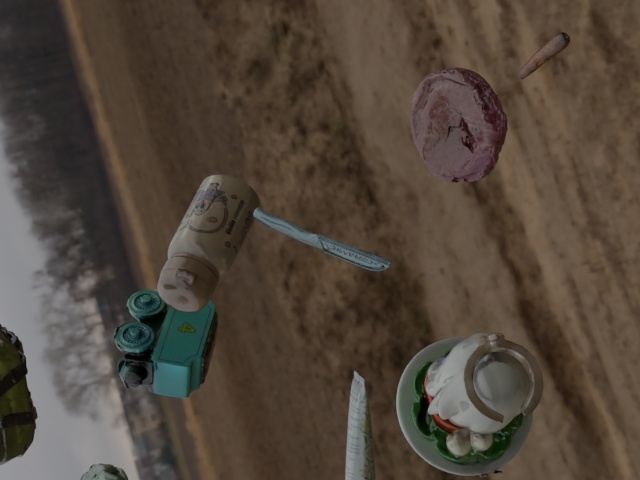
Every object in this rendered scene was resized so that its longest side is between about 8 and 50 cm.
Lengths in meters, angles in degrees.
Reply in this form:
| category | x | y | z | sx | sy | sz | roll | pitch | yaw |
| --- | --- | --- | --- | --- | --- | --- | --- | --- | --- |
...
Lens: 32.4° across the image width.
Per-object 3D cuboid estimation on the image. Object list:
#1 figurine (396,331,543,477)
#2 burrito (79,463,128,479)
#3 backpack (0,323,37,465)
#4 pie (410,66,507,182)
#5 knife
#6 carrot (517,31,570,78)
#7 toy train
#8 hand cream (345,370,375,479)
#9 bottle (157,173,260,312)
| category | x | y | z | sx | sy | sz | roll | pitch | yaw |
| --- | --- | --- | --- | --- | --- | --- | --- | --- | --- |
| figurine | 0.141 | 0.132 | 0.950 | 0.153 | 0.132 | 0.132 | 109 | 144 | -70 |
| burrito | -0.311 | 0.349 | 1.580 | 0.044 | 0.074 | 0.118 | 43 | 151 | -15 |
| backpack | -0.459 | 0.198 | 1.458 | 0.253 | 0.140 | 0.207 | 4 | 110 | 50 |
| pie | 0.207 | -0.174 | 1.670 | 0.182 | 0.050 | 0.182 | 21 | 118 | 46 |
| knife | 0.000 | 0.001 | 1.380 | 0.210 | 0.015 | 0.028 | 23 | 140 | 27 |
| carrot | 0.469 | -0.389 | 2.335 | 0.165 | 0.036 | 0.035 | -39 | 65 | 50 |
| toy train | -0.249 | 0.164 | 1.787 | 0.198 | 0.154 | 0.107 | -78 | -3 | -48 |
| hand cream | 0.055 | 0.279 | 1.508 | 0.067 | 0.042 | 0.194 | -137 | 47 | -82 |
| bottle | -0.168 | 0.012 | 1.607 | 0.110 | 0.097 | 0.209 | 104 | -172 | -55 |
